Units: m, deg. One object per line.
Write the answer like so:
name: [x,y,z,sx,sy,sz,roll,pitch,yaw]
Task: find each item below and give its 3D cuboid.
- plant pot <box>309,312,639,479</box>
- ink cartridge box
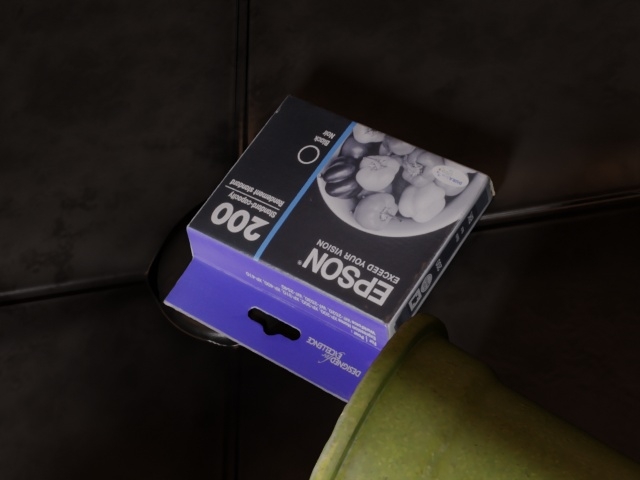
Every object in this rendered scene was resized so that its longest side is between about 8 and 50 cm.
plant pot: [0.128,0.217,0.876,0.254,0.276,0.276,22,68,17]
ink cartridge box: [0.000,0.000,1.166,0.206,0.045,0.208,25,71,29]
